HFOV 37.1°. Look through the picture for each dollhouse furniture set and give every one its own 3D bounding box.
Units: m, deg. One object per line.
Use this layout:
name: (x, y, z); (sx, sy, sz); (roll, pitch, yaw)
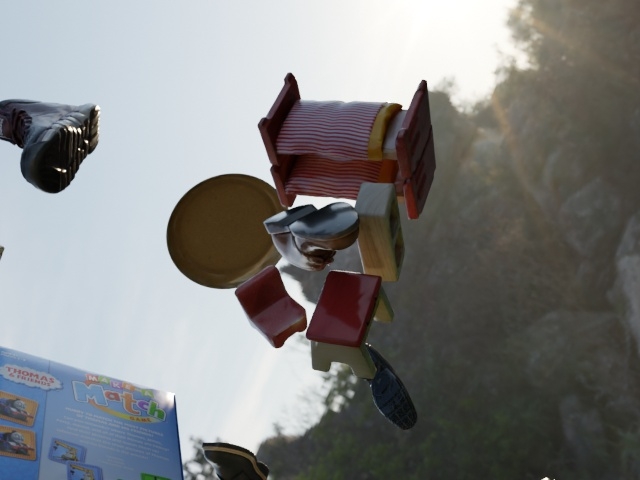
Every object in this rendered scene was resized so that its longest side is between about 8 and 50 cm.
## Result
dollhouse furniture set: (0.006, -0.033, 1.172); (0.152, 0.201, 0.374); (76, -153, -44)

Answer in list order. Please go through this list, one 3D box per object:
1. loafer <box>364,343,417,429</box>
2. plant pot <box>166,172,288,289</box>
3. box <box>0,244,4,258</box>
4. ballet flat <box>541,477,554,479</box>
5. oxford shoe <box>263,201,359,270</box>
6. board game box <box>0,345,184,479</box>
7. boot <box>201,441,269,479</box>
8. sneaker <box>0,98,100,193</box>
loafer: (0.116, 0.245, 1.631); (0.062, 0.170, 0.061); (-40, -21, 22)
plant pot: (-0.172, -0.020, 1.778); (0.032, 0.236, 0.236); (-126, 50, -60)
box: (-0.717, 0.003, 1.612); (0.121, 0.311, 0.148); (-63, -6, 22)
ballet flat: (0.376, 0.437, 1.507); (0.213, 0.068, 0.072); (-143, 32, -84)
oxford shoe: (0.000, 0.000, 1.117); (0.076, 0.076, 0.212); (-24, 9, -17)
board game box: (-0.181, 0.167, 0.709); (0.039, 0.160, 0.211); (-62, 22, 20)
boot: (-0.156, 0.445, 1.689); (0.198, 0.077, 0.137); (47, -133, -48)
sneaker: (-0.452, -0.152, 1.469); (0.281, 0.162, 0.106); (-80, -1, -70)
